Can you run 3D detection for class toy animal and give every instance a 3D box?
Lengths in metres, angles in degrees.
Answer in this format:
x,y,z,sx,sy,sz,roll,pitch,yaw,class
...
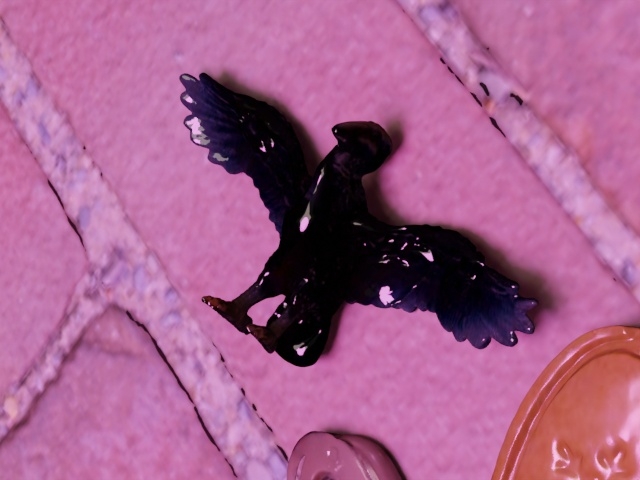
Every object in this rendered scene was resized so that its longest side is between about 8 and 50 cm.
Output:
x,y,z,sx,sy,sz,roll,pitch,yaw,class
0.000,0.000,0.690,0.220,0.062,0.108,32,93,35,toy animal

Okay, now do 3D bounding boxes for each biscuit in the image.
x,y,z,sx,sy,sz,roll,pitch,yaw,class
0.115,0.103,0.613,0.118,0.023,0.140,25,107,37,biscuit

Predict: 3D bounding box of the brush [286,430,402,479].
x,y,z,sx,sy,sz,roll,pitch,yaw,class
0.060,0.204,0.638,0.072,0.067,0.313,-47,61,32,brush
